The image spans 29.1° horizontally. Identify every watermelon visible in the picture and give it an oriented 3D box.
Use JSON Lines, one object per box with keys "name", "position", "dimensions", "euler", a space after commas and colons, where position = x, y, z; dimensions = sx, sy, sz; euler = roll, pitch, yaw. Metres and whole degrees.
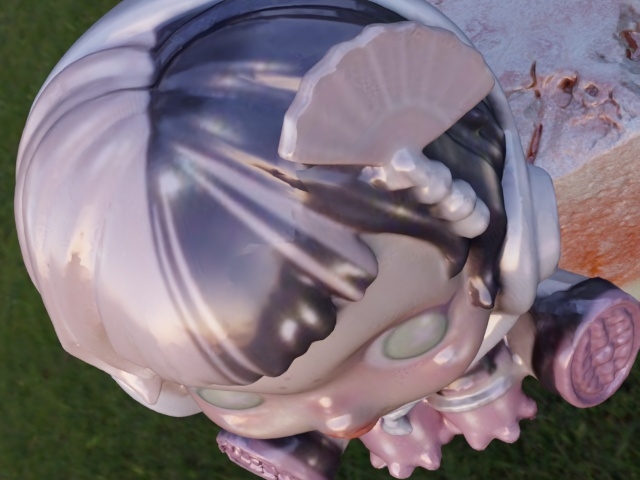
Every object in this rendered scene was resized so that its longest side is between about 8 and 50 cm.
{"name": "watermelon", "position": [0.171, -0.080, 0.940], "dimensions": [0.193, 0.232, 0.310], "euler": [-18, 91, 1]}

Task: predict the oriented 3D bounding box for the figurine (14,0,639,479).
{"name": "figurine", "position": [-0.008, 0.005, 0.628], "dimensions": [0.253, 0.361, 0.211], "euler": [-34, 59, 9]}
